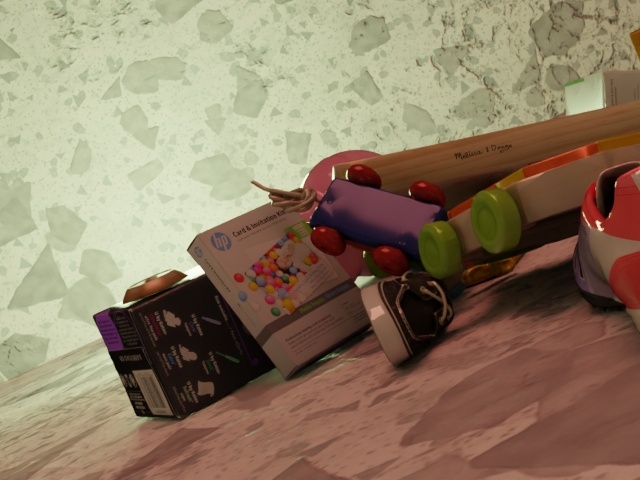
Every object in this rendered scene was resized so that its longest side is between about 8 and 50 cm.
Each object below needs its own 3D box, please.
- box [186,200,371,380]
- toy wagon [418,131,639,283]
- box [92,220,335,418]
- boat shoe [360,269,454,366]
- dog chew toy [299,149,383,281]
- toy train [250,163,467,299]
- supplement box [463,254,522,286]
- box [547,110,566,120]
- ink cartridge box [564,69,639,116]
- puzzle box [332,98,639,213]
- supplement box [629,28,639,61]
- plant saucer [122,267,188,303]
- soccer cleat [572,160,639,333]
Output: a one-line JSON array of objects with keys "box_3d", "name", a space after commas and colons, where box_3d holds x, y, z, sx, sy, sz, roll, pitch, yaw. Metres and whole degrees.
[{"box_3d": [-0.040, 0.049, 1.275, 0.145, 0.186, 0.038, -26, -19, -42], "name": "box"}, {"box_3d": [0.228, -0.025, 1.105, 0.267, 0.068, 0.344, -12, -9, -22], "name": "toy wagon"}, {"box_3d": [-0.115, 0.096, 1.384, 0.270, 0.143, 0.165, -26, 6, -27], "name": "box"}, {"box_3d": [0.090, 0.063, 1.091, 0.070, 0.077, 0.219, -24, 2, 11], "name": "boat shoe"}, {"box_3d": [0.000, 0.000, 1.751, 0.332, 0.206, 0.206, -35, 8, -25], "name": "dog chew toy"}, {"box_3d": [0.047, -0.009, 1.283, 0.248, 0.143, 0.105, 17, 69, 37], "name": "toy train"}, {"box_3d": [0.211, -0.011, 1.393, 0.080, 0.078, 0.233, -22, 5, 23], "name": "supplement box"}, {"box_3d": [0.372, -0.132, 1.795, 0.203, 0.114, 0.103, -26, 5, -21], "name": "box"}, {"box_3d": [0.489, -0.198, 1.641, 0.219, 0.092, 0.160, -4, 2, -8], "name": "ink cartridge box"}, {"box_3d": [0.216, -0.086, 1.522, 0.409, 0.052, 0.272, -12, -12, -3], "name": "puzzle box"}, {"box_3d": [0.619, -0.282, 1.788, 0.194, 0.191, 0.129, -22, 4, 19], "name": "supplement box"}, {"box_3d": [-0.196, 0.051, 1.313, 0.083, 0.015, 0.083, -23, 7, 3], "name": "plant saucer"}, {"box_3d": [0.238, -0.008, 0.839, 0.109, 0.116, 0.318, -24, 3, 7], "name": "soccer cleat"}]
